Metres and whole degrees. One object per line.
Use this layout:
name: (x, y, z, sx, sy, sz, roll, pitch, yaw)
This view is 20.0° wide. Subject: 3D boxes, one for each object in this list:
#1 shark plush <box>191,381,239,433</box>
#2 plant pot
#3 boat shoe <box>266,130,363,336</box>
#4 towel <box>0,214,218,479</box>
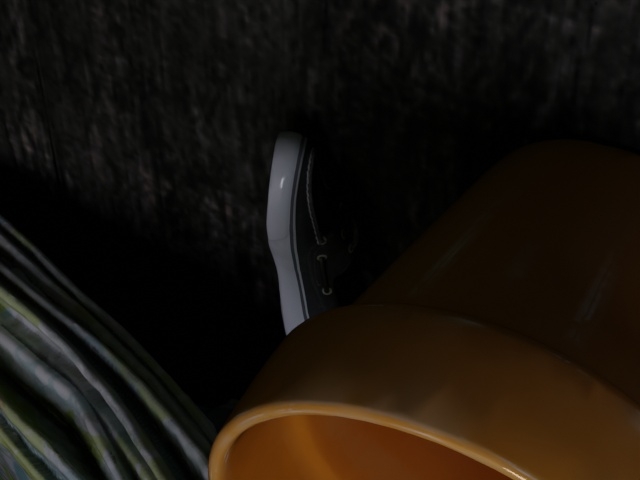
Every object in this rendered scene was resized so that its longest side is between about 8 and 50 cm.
shark plush: (-0.033, 0.124, 1.034, 0.161, 0.067, 0.073, 35, 146, -2)
plant pot: (0.086, 0.066, 0.752, 0.205, 0.188, 0.205, 21, 145, 16)
boat shoe: (0.000, 0.000, 0.875, 0.040, 0.049, 0.142, 4, 142, 8)
towel: (-0.103, 0.160, 1.027, 0.320, 0.090, 0.374, 41, 160, 34)
